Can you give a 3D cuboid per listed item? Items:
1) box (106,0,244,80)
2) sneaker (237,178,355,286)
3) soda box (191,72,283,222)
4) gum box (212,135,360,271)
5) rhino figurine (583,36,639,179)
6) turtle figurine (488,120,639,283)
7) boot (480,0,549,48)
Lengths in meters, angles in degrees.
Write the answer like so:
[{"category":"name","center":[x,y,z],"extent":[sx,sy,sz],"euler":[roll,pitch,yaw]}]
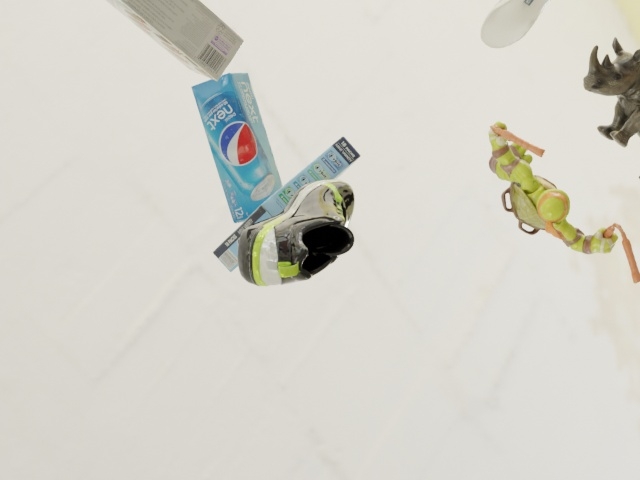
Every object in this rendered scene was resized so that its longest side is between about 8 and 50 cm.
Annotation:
[{"category":"box","center":[-0.216,-0.296,1.827],"extent":[0.324,0.063,0.067],"euler":[37,-97,-43]},{"category":"sneaker","center":[0.000,0.000,1.738],"extent":[0.235,0.097,0.084],"euler":[-40,-51,-54]},{"category":"soda box","center":[-0.116,-0.135,2.311],"extent":[0.071,0.067,0.210],"euler":[-15,-94,-69]},{"category":"gum box","center":[-0.046,-0.049,2.166],"extent":[0.041,0.157,0.184],"euler":[48,-128,-1]},{"category":"rhino figurine","center":[0.380,-0.157,1.881],"extent":[0.106,0.073,0.243],"euler":[-47,-52,1]},{"category":"turtle figurine","center":[0.281,-0.045,1.994],"extent":[0.269,0.087,0.217],"euler":[43,-175,-10]},{"category":"boot","center":[0.332,-0.389,2.540],"extent":[0.069,0.190,0.086],"euler":[41,-149,-8]}]
